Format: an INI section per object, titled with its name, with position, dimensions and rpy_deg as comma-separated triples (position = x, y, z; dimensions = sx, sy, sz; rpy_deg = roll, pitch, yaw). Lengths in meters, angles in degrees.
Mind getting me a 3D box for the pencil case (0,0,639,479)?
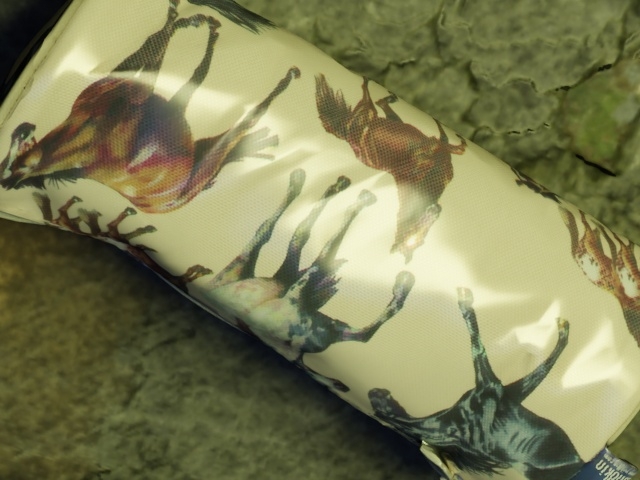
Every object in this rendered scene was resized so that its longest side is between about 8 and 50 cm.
[pencil case]
position = 0.000, 0.000, 0.981
dimensions = 0.410, 0.160, 0.184
rpy_deg = 31, 86, -14
